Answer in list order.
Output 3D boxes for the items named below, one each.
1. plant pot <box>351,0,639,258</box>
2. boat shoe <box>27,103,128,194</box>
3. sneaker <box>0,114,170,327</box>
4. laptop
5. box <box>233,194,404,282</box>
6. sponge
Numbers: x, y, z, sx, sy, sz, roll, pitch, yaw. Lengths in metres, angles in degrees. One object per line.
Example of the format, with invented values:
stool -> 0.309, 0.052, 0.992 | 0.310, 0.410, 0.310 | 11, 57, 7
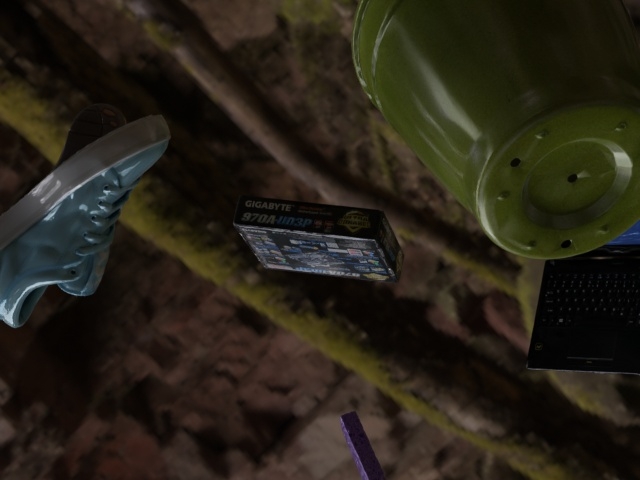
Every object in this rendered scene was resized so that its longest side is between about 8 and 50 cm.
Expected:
plant pot -> 0.254, -0.173, 1.629 | 0.366, 0.366, 0.353 | 33, -154, -35
boat shoe -> -0.466, -0.091, 2.545 | 0.132, 0.355, 0.130 | 33, -179, 15
sneaker -> -0.302, -0.017, 1.680 | 0.150, 0.366, 0.135 | 53, -154, -4
laptop -> 0.376, 0.035, 1.787 | 0.136, 0.234, 0.264 | 34, -116, -45
box -> 0.000, 0.000, 1.939 | 0.175, 0.220, 0.051 | 58, -139, -63
sponge -> 0.086, 0.376, 2.060 | 0.117, 0.031, 0.210 | 80, 167, -63
